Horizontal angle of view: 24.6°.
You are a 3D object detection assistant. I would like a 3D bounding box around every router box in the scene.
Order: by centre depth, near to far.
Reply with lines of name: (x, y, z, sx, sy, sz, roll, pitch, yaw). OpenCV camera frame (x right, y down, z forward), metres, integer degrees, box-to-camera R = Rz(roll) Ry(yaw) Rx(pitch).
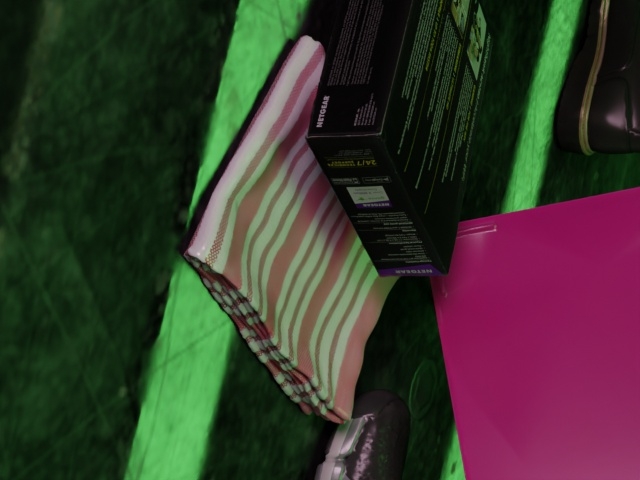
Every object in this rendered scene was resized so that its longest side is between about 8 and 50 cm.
router box: (0.050, -0.088, 0.817, 0.133, 0.046, 0.179, 60, 37, -50)

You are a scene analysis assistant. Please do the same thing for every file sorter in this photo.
file sorter: (0.194, 0.139, 0.911, 0.182, 0.202, 0.290, 67, 13, -64)

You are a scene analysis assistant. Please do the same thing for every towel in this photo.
towel: (0.000, 0.000, 0.812, 0.144, 0.029, 0.197, -66, 149, -24)

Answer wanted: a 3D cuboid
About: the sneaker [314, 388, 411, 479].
sneaker: (0.055, 0.212, 0.881, 0.086, 0.132, 0.228, 18, 84, -61)

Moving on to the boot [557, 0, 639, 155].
boot: (0.279, -0.150, 1.149, 0.077, 0.137, 0.198, 36, 68, -59)
